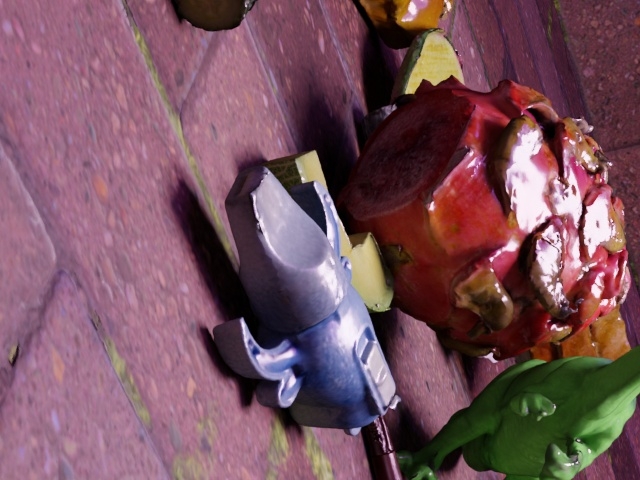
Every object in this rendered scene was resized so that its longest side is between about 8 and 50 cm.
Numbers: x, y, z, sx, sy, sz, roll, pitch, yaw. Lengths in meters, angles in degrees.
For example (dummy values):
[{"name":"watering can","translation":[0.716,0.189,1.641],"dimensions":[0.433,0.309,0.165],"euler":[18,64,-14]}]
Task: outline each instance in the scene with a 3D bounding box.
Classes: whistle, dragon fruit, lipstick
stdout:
[{"name":"whistle","translation":[-0.014,0.057,1.294],"dimensions":[0.180,0.093,0.269],"euler":[-61,137,-43]},{"name":"dragon fruit","translation":[0.167,-0.006,1.617],"dimensions":[0.291,0.269,0.250],"euler":[38,68,-33]},{"name":"lipstick","translation":[0.051,0.174,1.539],"dimensions":[0.027,0.027,0.177],"euler":[-18,94,-73]}]

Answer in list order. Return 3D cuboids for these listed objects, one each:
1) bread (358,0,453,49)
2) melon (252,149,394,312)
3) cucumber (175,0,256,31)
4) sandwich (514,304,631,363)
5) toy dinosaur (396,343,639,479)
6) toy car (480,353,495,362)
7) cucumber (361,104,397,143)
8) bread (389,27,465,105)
[{"name":"bread","translation":[0.080,-0.333,1.858],"dimensions":[0.380,0.109,0.185],"euler":[49,33,-64]},{"name":"melon","translation":[0.000,0.000,1.433],"dimensions":[0.118,0.064,0.209],"euler":[-81,151,-49]},{"name":"cucumber","translation":[-0.063,-0.251,1.405],"dimensions":[0.293,0.067,0.068],"euler":[-70,144,-62]},{"name":"sandwich","translation":[0.263,0.014,2.023],"dimensions":[0.325,0.131,0.262],"euler":[-116,-171,-68]},{"name":"toy dinosaur","translation":[0.250,0.135,1.679],"dimensions":[0.144,0.374,0.500],"euler":[48,16,-1]},{"name":"toy car","translation":[0.187,0.093,1.939],"dimensions":[0.171,0.070,0.080],"euler":[-121,-166,-79]},{"name":"cucumber","translation":[0.079,-0.087,1.757],"dimensions":[0.064,0.064,0.112],"euler":[-28,101,-73]},{"name":"bread","translation":[0.120,-0.129,1.891],"dimensions":[0.228,0.033,0.229],"euler":[4,90,-69]}]
